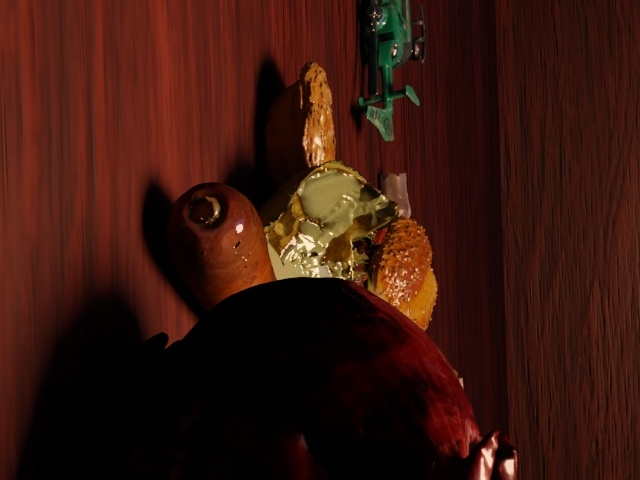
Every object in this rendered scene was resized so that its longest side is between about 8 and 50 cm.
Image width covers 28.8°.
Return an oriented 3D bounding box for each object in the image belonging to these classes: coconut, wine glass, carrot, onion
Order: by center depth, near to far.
[{"bbox_3d":[-0.007,0.147,0.608,0.281,0.221,0.281,-45,-146,41],"label":"onion"},{"bbox_3d":[-0.049,0.037,0.803,0.248,0.059,0.059,72,21,-60],"label":"carrot"},{"bbox_3d":[-0.004,0.000,0.908,0.133,0.055,0.158,-40,143,-32],"label":"coconut"},{"bbox_3d":[0.086,-0.036,1.412,0.039,0.042,0.083,164,-77,-74],"label":"wine glass"}]

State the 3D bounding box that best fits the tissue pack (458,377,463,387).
[{"bbox_3d":[0.043,0.158,0.970,0.060,0.148,0.108,-72,155,-52],"label":"tissue pack"}]

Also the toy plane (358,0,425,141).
[{"bbox_3d":[0.072,-0.209,1.338,0.096,0.060,0.235,46,40,-59],"label":"toy plane"}]

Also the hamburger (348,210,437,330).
[{"bbox_3d":[0.065,0.041,1.204,0.166,0.087,0.137,-60,146,-65],"label":"hamburger"}]

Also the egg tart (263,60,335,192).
[{"bbox_3d":[-0.015,-0.074,0.974,0.129,0.049,0.128,-2,90,-83],"label":"egg tart"}]

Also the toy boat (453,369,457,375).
[{"bbox_3d":[0.059,0.256,1.055,0.445,0.136,0.162,-75,-178,-56],"label":"toy boat"}]
